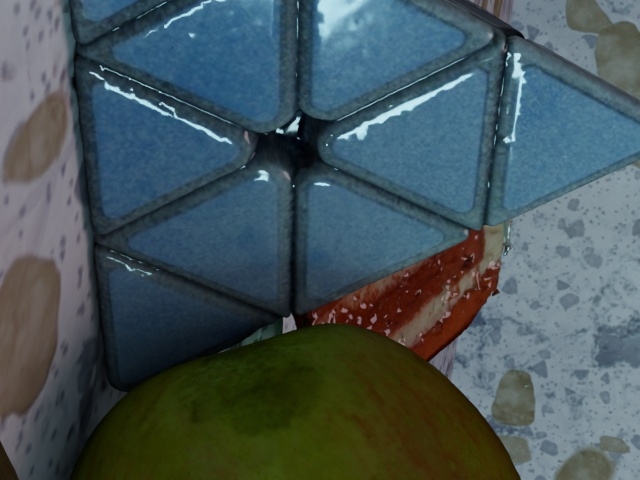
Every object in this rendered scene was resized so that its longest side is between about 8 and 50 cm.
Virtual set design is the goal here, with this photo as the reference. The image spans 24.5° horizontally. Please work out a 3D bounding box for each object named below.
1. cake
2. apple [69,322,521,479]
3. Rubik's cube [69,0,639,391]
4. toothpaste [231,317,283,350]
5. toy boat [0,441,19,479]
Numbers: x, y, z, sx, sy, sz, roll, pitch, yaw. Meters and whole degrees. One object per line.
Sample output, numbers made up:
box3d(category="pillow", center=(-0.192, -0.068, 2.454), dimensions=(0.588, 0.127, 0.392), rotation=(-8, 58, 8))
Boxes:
box3d(category="cake", center=(0.000, 0.000, 0.955), dimensions=(0.262, 0.159, 0.158), rotation=(-34, 130, -51))
box3d(category="apple", center=(-0.017, 0.162, 0.739), dimensions=(0.226, 0.246, 0.246), rotation=(63, 10, 5))
box3d(category="Rubik's cube", center=(-0.020, -0.084, 0.718), dimensions=(0.228, 0.229, 0.233), rotation=(-27, -177, -29))
box3d(category="toothpaste", center=(-0.044, 0.042, 0.978), dimensions=(0.064, 0.041, 0.218), rotation=(-59, 162, -32))
box3d(category="toy boat", center=(-0.142, 0.091, 0.337), dimensions=(0.445, 0.136, 0.162), rotation=(79, 29, -74))
